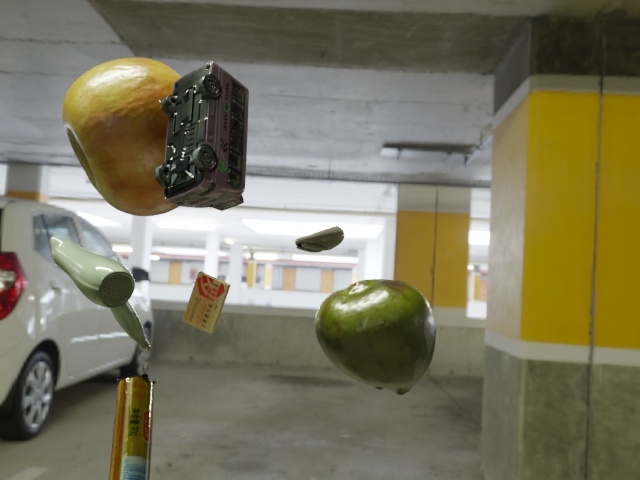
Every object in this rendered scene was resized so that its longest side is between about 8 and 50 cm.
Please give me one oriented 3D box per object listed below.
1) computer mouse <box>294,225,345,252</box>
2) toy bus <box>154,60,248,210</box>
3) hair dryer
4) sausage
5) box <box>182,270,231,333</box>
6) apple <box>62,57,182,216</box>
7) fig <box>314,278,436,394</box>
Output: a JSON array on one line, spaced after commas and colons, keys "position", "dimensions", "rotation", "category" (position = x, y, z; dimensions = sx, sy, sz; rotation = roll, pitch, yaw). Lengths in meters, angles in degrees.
[{"position": [0.001, 0.002, 1.213], "dimensions": [0.096, 0.039, 0.066], "rotation": [-17, -2, -29], "category": "computer mouse"}, {"position": [-0.160, -0.141, 0.929], "dimensions": [0.096, 0.199, 0.108], "rotation": [-17, -26, 35], "category": "toy bus"}, {"position": [-0.365, 0.108, 1.145], "dimensions": [0.206, 0.075, 0.237], "rotation": [22, -35, 42], "category": "hair dryer"}, {"position": [-0.331, 0.399, 1.140], "dimensions": [0.082, 0.371, 0.082], "rotation": [-6, -47, -6], "category": "sausage"}, {"position": [-0.193, 0.105, 1.106], "dimensions": [0.058, 0.093, 0.015], "rotation": [22, 12, 9], "category": "box"}, {"position": [-0.323, -0.190, 1.192], "dimensions": [0.233, 0.286, 0.286], "rotation": [-30, 9, -20], "category": "apple"}, {"position": [0.104, 0.173, 1.122], "dimensions": [0.203, 0.225, 0.203], "rotation": [-19, 15, 5], "category": "fig"}]
